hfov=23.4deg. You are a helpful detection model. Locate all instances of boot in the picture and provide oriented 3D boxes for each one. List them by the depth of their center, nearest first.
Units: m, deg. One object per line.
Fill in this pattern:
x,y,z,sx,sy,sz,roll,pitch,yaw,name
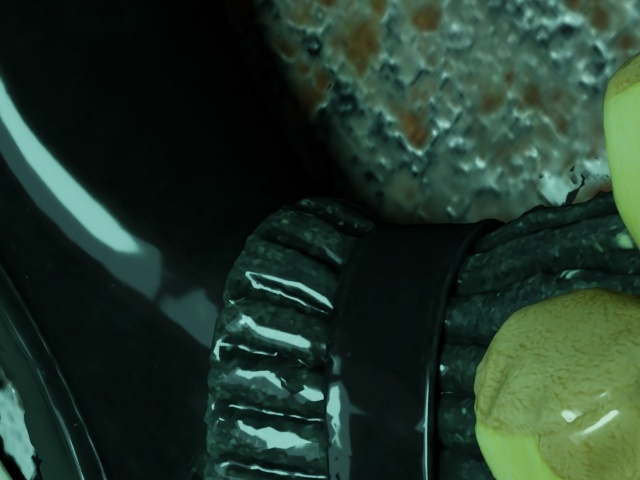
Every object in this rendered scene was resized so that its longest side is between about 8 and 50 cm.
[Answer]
0.003,0.000,0.480,0.260,0.131,0.348,-13,101,49,boot

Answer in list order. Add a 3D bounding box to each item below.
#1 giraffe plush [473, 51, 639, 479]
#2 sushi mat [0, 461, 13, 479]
0.142,0.060,0.295,0.170,0.181,0.210,6,85,63,giraffe plush
-0.172,0.168,0.748,0.316,0.019,0.151,51,126,21,sushi mat
